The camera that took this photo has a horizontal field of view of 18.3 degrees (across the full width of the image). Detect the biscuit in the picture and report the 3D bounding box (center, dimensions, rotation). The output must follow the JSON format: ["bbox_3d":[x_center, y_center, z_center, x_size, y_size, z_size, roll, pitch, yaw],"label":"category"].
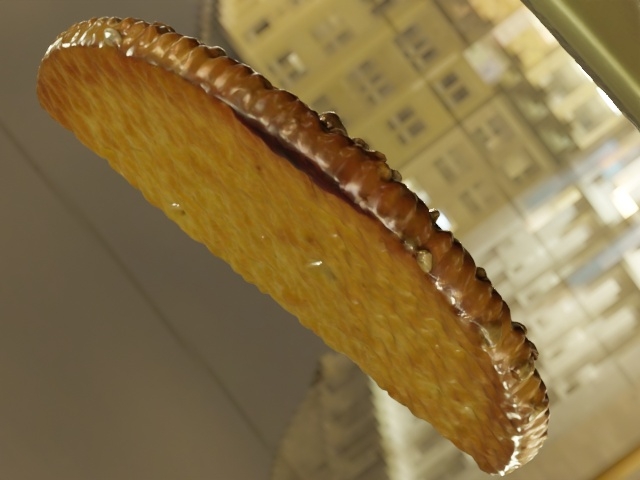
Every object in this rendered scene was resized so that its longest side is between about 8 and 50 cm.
[{"bbox_3d":[-0.004,-0.008,0.615,0.206,0.025,0.126,39,160,5],"label":"biscuit"}]

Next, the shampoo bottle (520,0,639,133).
[{"bbox_3d":[0.142,-0.075,0.729,0.350,0.084,0.125,47,-155,-14],"label":"shampoo bottle"}]
